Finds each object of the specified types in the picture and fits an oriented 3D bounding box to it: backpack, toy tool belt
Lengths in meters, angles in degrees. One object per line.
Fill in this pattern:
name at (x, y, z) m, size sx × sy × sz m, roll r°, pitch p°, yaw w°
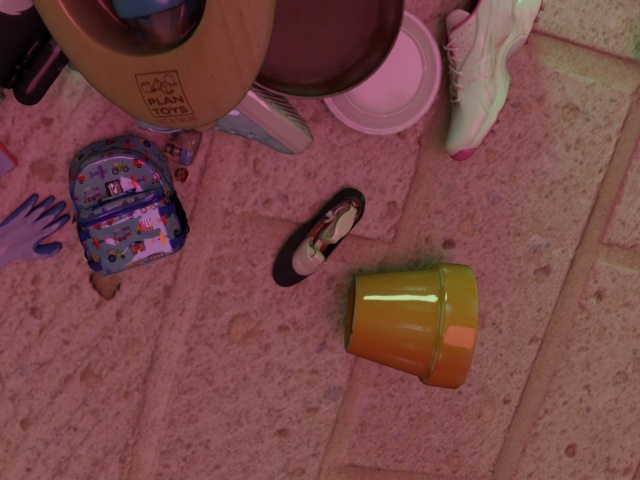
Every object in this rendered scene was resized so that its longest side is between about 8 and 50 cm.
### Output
backpack at (-0.281, -0.056, 1.129) m, size 0.158 × 0.117 × 0.173 m, roll -14°, pitch 108°, yaw -4°
toy tool belt at (-0.211, -0.133, 1.172) m, size 0.051 × 0.052 × 0.083 m, roll 23°, pitch 102°, yaw 3°

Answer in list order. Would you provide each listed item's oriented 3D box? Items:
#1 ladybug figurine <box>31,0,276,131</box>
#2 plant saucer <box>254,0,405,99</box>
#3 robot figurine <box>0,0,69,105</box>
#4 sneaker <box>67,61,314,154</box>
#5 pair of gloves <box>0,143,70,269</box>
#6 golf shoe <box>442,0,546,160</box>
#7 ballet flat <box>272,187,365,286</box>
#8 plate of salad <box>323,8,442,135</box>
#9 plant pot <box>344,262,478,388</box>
ladybug figurine at (-0.189, -0.340, 0.884) m, size 0.305 × 0.162 × 0.450 m, roll -1°, pitch 120°, yaw 19°
plant saucer at (-0.029, -0.353, 1.119) m, size 0.310 × 0.050 × 0.311 m, roll -1°, pitch 91°, yaw -21°
robot figurine at (-0.427, -0.285, 0.984) m, size 0.278 × 0.209 × 0.173 m, roll -55°, pitch 140°, yaw 4°
sneaker at (-0.184, -0.206, 1.122) m, size 0.365 × 0.135 × 0.150 m, roll 32°, pitch 112°, yaw -20°
pair of gloves at (-0.464, -0.038, 1.132) m, size 0.159 × 0.023 × 0.198 m, roll -40°, pitch 114°, yaw -1°
golf shoe at (0.237, -0.281, 1.238) m, size 0.140 × 0.115 × 0.306 m, roll 18°, pitch 94°, yaw -13°
ballet flat at (0.000, 0.000, 1.266) m, size 0.074 × 0.074 × 0.203 m, roll 41°, pitch 92°, yaw -25°
plate of salad at (0.090, -0.262, 1.221) m, size 0.199 × 0.048 × 0.200 m, roll -2°, pitch 99°, yaw -11°
plant pot at (0.140, 0.132, 1.298) m, size 0.187 × 0.205 × 0.205 m, roll 7°, pitch 106°, yaw -3°
